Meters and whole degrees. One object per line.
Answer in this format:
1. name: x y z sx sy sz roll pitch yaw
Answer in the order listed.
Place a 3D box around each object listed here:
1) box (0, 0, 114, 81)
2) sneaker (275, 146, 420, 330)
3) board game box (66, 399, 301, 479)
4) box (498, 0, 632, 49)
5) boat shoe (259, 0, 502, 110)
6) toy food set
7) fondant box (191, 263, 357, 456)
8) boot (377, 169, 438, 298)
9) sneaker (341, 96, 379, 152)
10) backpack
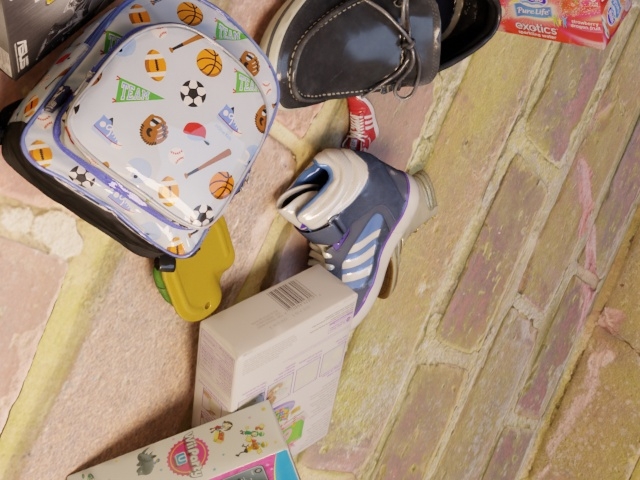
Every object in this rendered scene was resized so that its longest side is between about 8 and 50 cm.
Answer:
1. box: -0.257 -0.281 0.865 0.183 0.056 0.231 -47 176 -26
2. sneaker: 0.000 0.000 1.445 0.236 0.130 0.322 14 112 -37
3. board game box: -0.178 0.381 1.296 0.303 0.097 0.224 -21 133 -7
4. box: 0.404 -0.443 1.587 0.122 0.257 0.128 -54 144 -22
5. boat shoe: 0.102 -0.312 1.350 0.500 0.156 0.186 -28 132 -41
6. toy food set: -0.189 0.010 1.217 0.128 0.071 0.217 -48 145 -34
7. fondant box: -0.079 0.224 1.395 0.238 0.096 0.330 -25 138 -37
8. boot: 0.148 -0.011 1.652 0.165 0.077 0.213 -31 129 -43
9. sneaker: 0.059 -0.186 1.459 0.067 0.042 0.118 -57 147 -19
10. backpack: -0.178 -0.139 0.978 0.276 0.213 0.263 39 66 -30
